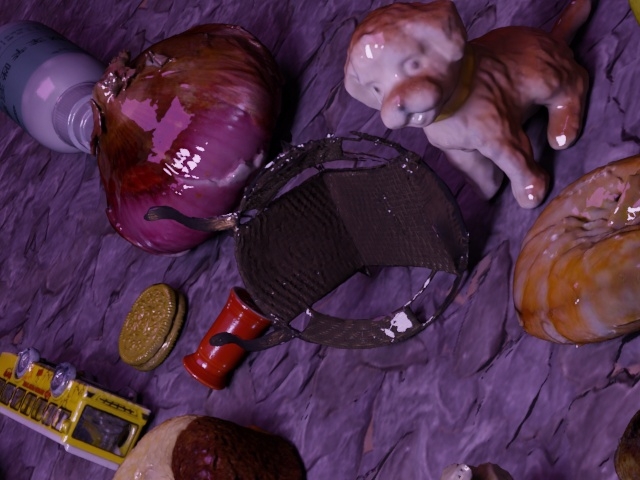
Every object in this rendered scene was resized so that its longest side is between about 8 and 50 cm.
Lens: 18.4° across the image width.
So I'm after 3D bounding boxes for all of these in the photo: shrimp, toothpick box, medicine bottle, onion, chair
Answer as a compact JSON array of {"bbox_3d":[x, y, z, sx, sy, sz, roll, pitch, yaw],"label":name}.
[{"bbox_3d":[0.226,-0.007,1.282,0.287,0.063,0.152,-14,42,54],"label":"shrimp"},{"bbox_3d":[-0.079,0.084,1.680,0.083,0.047,0.047,-53,30,14],"label":"toothpick box"},{"bbox_3d":[-0.273,-0.151,2.118,0.110,0.110,0.352,-59,29,3],"label":"medicine bottle"},{"bbox_3d":[-0.142,-0.102,1.823,0.230,0.163,0.230,-28,51,43],"label":"onion"},{"bbox_3d":[0.000,0.000,1.511,0.149,0.174,0.213,-36,21,-29],"label":"chair"}]

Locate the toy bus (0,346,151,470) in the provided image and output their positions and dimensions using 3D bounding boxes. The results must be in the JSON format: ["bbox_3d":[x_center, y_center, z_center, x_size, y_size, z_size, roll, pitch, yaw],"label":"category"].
[{"bbox_3d":[-0.240,0.149,1.838,0.226,0.081,0.074,12,77,60],"label":"toy bus"}]

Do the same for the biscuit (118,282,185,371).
[{"bbox_3d":[-0.156,0.080,1.825,0.084,0.023,0.084,-38,37,35],"label":"biscuit"}]

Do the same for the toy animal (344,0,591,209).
[{"bbox_3d":[0.108,-0.142,1.445,0.104,0.185,0.184,-1,64,59],"label":"toy animal"}]

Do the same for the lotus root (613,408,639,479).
[{"bbox_3d":[0.233,0.126,1.126,0.179,0.080,0.089,-4,63,57],"label":"lotus root"}]

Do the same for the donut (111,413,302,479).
[{"bbox_3d":[-0.098,0.202,1.569,0.217,0.085,0.141,9,73,61],"label":"donut"}]

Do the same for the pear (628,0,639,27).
[{"bbox_3d":[0.268,-0.159,1.222,0.180,0.166,0.216,-1,49,41],"label":"pear"}]

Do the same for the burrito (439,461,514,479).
[{"bbox_3d":[0.099,0.280,1.185,0.348,0.107,0.175,-112,41,-56],"label":"burrito"}]
